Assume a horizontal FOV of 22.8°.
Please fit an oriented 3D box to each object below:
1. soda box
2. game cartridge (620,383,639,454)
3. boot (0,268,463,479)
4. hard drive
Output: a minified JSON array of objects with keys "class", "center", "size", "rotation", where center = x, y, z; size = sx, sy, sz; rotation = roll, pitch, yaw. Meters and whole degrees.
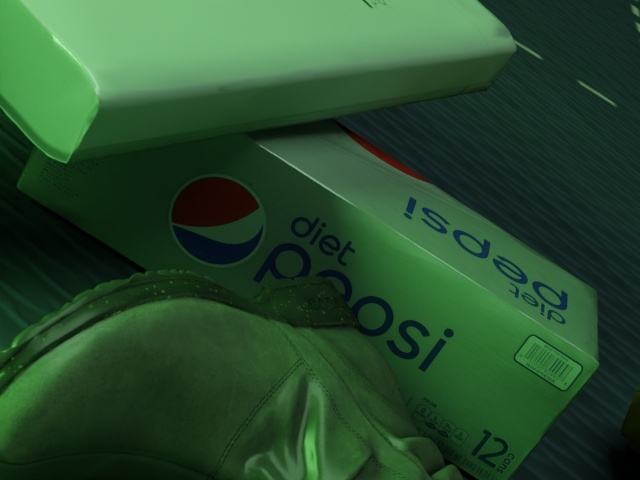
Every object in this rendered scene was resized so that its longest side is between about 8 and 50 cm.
[{"class":"soda box","center":[0.000,0.000,0.803],"size":[0.286,0.091,0.098],"rotation":[33,22,-3]},{"class":"game cartridge","center":[0.333,0.143,0.798],"size":[0.323,0.053,0.285],"rotation":[29,-13,-2]},{"class":"boot","center":[-0.017,0.094,0.619],"size":[0.161,0.083,0.246],"rotation":[51,29,22]},{"class":"hard drive","center":[-0.070,-0.147,0.799],"size":[0.233,0.047,0.353],"rotation":[46,30,19]}]
